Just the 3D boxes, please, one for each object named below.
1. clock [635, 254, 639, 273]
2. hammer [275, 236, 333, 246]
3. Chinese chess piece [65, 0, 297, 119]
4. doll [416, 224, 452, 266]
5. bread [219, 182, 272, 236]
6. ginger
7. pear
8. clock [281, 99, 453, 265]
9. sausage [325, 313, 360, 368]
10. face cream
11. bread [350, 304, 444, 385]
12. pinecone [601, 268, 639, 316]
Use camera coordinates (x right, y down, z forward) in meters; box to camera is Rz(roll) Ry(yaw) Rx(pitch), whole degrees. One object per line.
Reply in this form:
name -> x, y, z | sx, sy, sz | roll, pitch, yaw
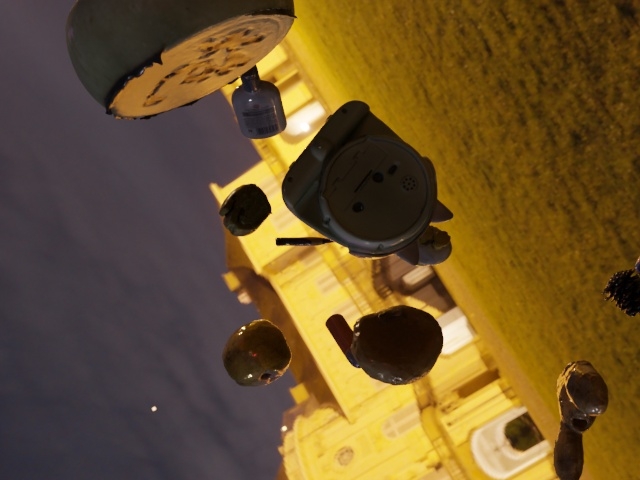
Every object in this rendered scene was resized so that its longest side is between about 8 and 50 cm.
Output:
clock -> 0.861, 0.081, 1.754 | 0.153, 0.050, 0.110 | 44, 154, 4
hammer -> 0.000, 0.000, 1.576 | 0.078, 0.201, 0.021 | -75, -16, -70
Chinese chess piece -> -0.206, -0.318, 1.086 | 0.146, 0.349, 0.349 | 62, -172, -1
doll -> 0.304, 0.016, 2.075 | 0.141, 0.117, 0.296 | 16, 177, 1
bread -> -0.194, -0.077, 1.839 | 0.117, 0.064, 0.156 | 51, -135, -16
ginger -> 0.682, 0.410, 1.894 | 0.348, 0.122, 0.363 | -69, -26, -52
pear -> -0.164, 0.291, 1.804 | 0.178, 0.178, 0.178 | 56, -172, -12
clock -> 0.107, -0.100, 1.437 | 0.324, 0.265, 0.108 | 36, 173, 3
sausage -> 0.095, 0.345, 2.368 | 0.071, 0.071, 0.234 | 49, -175, -47
face cream -> -0.181, -0.392, 2.017 | 0.291, 0.144, 0.070 | 74, -175, -64
bread -> 0.196, 0.278, 1.865 | 0.134, 0.245, 0.244 | 83, 165, -49
pinecone -> 0.535, 0.091, 1.233 | 0.083, 0.077, 0.077 | 50, -176, 28
